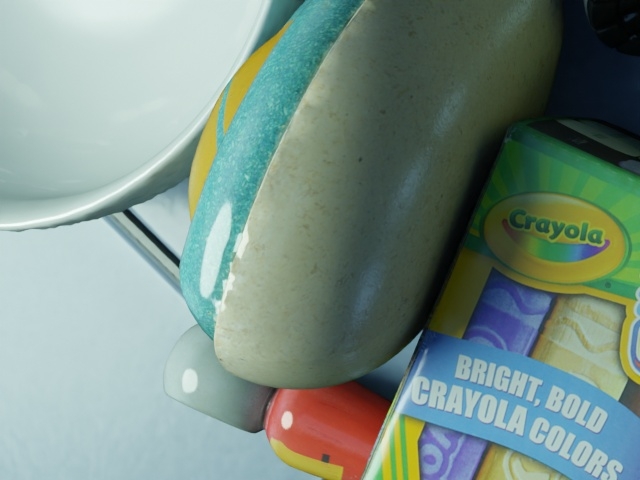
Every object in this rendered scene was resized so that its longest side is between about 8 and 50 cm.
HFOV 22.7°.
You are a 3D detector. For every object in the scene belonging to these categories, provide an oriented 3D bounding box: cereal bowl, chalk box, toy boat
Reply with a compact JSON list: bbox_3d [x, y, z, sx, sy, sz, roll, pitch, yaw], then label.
[{"bbox_3d":[-0.136,-0.176,0.843,0.339,0.141,0.339,2,94,23],"label":"cereal bowl"},{"bbox_3d":[0.155,0.052,0.718,0.179,0.180,0.289,27,104,18],"label":"chalk box"},{"bbox_3d":[0.000,0.000,0.768,0.148,0.267,0.318,23,134,15],"label":"toy boat"}]

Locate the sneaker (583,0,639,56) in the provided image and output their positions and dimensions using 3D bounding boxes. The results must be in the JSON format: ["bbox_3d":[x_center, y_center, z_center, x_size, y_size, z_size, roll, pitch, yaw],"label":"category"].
[{"bbox_3d":[0.238,-0.194,0.711,0.283,0.107,0.124,-18,57,8],"label":"sneaker"}]
